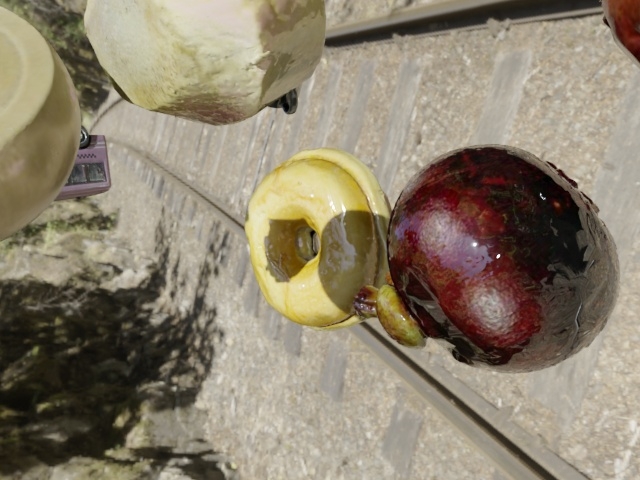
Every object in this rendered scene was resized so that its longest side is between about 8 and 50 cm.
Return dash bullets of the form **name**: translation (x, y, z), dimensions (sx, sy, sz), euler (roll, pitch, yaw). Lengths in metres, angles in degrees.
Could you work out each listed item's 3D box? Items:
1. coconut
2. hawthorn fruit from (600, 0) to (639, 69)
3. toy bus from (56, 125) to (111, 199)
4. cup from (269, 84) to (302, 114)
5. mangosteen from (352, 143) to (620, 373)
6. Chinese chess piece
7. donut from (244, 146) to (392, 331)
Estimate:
- **coconut**: translation (-0.106, -0.247, 0.591), dimensions (0.259, 0.259, 0.259), euler (-42, 42, 52)
- **hawthorn fruit**: translation (0.466, -0.283, 0.600), dimensions (0.311, 0.295, 0.295), euler (-31, 48, 36)
- **toy bus**: translation (-0.403, -0.100, 0.817), dimensions (0.096, 0.199, 0.108), euler (-5, 98, 39)
- **cup**: translation (-0.052, -0.224, 0.793), dimensions (0.100, 0.078, 0.077), euler (66, 159, 12)
- **mangosteen**: translation (0.207, 0.034, 0.723), dimensions (0.293, 0.297, 0.297), euler (-42, 23, -9)
- **Chinese chess piece**: translation (-0.344, -0.102, 0.488), dimensions (0.102, 0.273, 0.273), euler (108, 162, -52)
- **donut**: translation (0.000, 0.000, 1.403), dimensions (0.449, 0.198, 0.449), euler (4, 97, 37)
